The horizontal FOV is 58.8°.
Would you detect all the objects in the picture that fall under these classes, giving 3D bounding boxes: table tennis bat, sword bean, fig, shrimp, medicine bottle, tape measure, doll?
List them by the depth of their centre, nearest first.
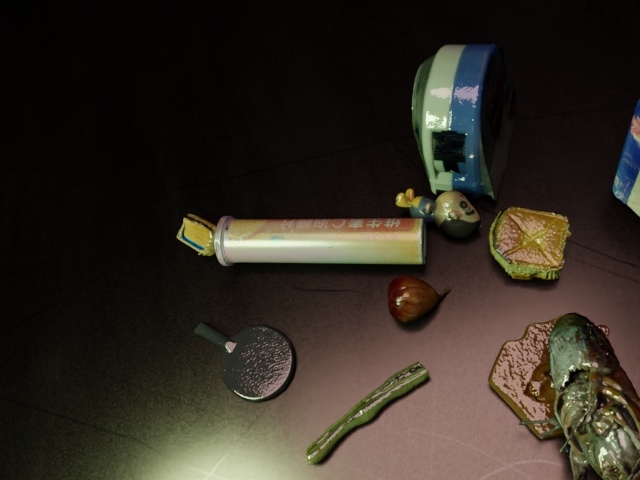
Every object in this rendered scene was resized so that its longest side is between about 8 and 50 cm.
[{"bbox_3d":[0.404,0.287,0.846,0.172,0.137,0.373,-32,40,40],"label":"shrimp"},{"bbox_3d":[0.080,0.309,1.019,0.269,0.038,0.043,-38,35,-3],"label":"sword bean"},{"bbox_3d":[0.189,0.108,1.067,0.125,0.089,0.089,-1,62,-6],"label":"fig"},{"bbox_3d":[0.281,-0.246,1.116,0.138,0.262,0.260,4,65,30],"label":"tape measure"},{"bbox_3d":[0.240,-0.064,1.132,0.179,0.102,0.089,27,117,23],"label":"doll"},{"bbox_3d":[-0.158,0.226,1.140,0.236,0.027,0.150,24,74,25],"label":"table tennis bat"},{"bbox_3d":[0.000,0.000,1.163,0.425,0.108,0.108,0,64,15],"label":"medicine bottle"}]

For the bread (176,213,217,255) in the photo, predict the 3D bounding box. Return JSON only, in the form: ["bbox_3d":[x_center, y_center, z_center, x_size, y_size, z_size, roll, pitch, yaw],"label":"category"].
[{"bbox_3d":[-0.270,-0.013,1.281,0.105,0.053,0.072,27,98,29],"label":"bread"}]

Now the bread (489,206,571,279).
[{"bbox_3d":[0.384,0.008,1.054,0.140,0.069,0.128,7,68,17],"label":"bread"}]

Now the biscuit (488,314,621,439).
[{"bbox_3d":[0.406,0.218,0.961,0.215,0.034,0.182,-38,64,-6],"label":"biscuit"}]

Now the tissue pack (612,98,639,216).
[{"bbox_3d":[0.613,-0.181,0.961,0.209,0.270,0.137,-41,61,-5],"label":"tissue pack"}]
